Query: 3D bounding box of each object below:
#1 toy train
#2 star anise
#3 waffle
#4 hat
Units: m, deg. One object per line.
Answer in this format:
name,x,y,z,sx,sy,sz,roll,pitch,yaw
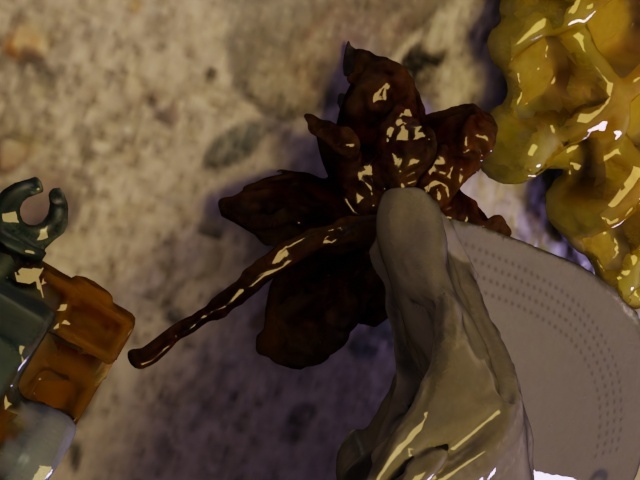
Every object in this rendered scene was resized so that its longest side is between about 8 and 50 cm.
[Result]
toy train,-0.134,0.074,0.592,0.089,0.127,0.219,30,96,-4
star anise,0.000,0.000,0.718,0.191,0.070,0.097,-33,122,-26
waffle,0.200,-0.107,0.859,0.312,0.060,0.307,27,86,-40
hat,0.056,0.107,0.708,0.245,0.149,0.214,17,111,-33
